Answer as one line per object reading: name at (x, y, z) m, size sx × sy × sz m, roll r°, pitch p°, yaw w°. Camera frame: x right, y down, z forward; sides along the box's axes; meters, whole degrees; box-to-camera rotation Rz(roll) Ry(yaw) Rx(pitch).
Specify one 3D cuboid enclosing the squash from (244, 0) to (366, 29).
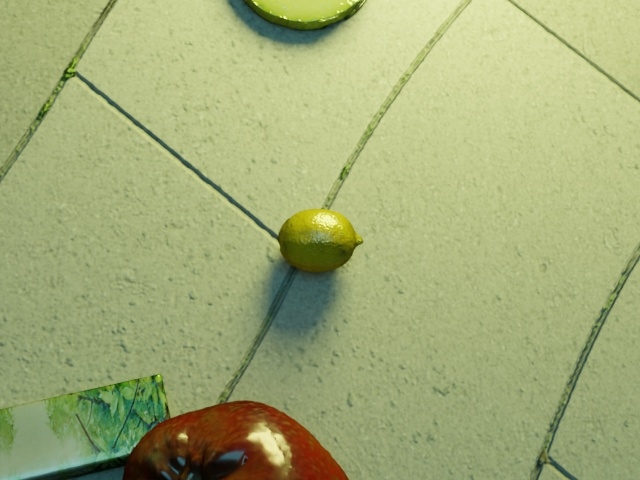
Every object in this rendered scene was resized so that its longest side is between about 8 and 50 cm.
squash at (-0.025, -0.398, 1.570) m, size 0.219 × 0.041 × 0.219 m, roll 2°, pitch 72°, yaw -7°

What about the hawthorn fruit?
hawthorn fruit at (-0.076, 0.325, 1.222) m, size 0.300 × 0.275 × 0.275 m, roll 39°, pitch 70°, yaw -23°

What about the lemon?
lemon at (0.000, 0.000, 1.429) m, size 0.111 × 0.082 × 0.082 m, roll -1°, pitch 73°, yaw -1°

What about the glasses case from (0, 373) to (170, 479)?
glasses case at (-0.313, 0.237, 1.322) m, size 0.272 × 0.062 × 0.095 m, roll -11°, pitch 68°, yaw -11°
